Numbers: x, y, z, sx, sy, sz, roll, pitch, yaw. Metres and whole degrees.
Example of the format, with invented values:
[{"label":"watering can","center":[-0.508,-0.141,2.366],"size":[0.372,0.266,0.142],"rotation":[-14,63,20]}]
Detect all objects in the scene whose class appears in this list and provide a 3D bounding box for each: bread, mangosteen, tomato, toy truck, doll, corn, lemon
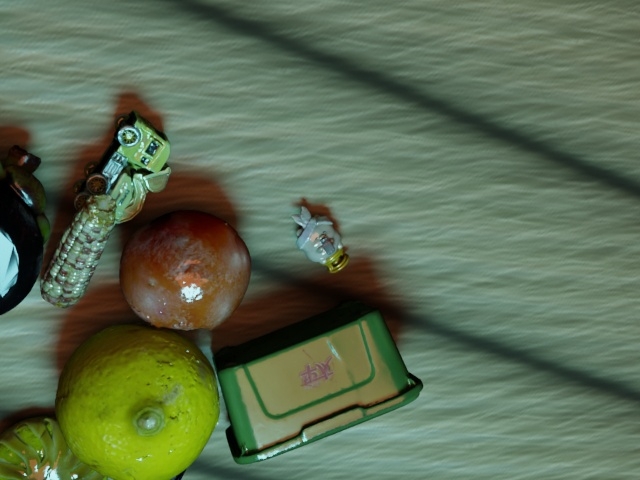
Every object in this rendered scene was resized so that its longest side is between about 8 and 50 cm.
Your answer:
[{"label":"bread","center":[-0.456,0.398,1.546],"size":[0.213,0.105,0.213],"rotation":[-3,100,-15]},{"label":"mangosteen","center":[-0.525,-0.022,1.367],"size":[0.287,0.233,0.287],"rotation":[-5,107,-17]},{"label":"tomato","center":[-0.215,0.043,1.472],"size":[0.208,0.208,0.184],"rotation":[7,96,-15]},{"label":"toy truck","center":[-0.311,-0.102,1.479],"size":[0.116,0.085,0.191],"rotation":[32,97,-26]},{"label":"doll","center":[0.000,0.000,1.577],"size":[0.073,0.084,0.127],"rotation":[-40,115,-3]},{"label":"corn","center":[-0.378,0.017,1.444],"size":[0.079,0.079,0.237],"rotation":[22,132,-17]},{"label":"lemon","center":[-0.286,0.258,1.454],"size":[0.258,0.310,0.258],"rotation":[2,86,-21]}]

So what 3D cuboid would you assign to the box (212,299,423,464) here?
[{"label":"box","center":[-0.019,0.225,1.548],"size":[0.328,0.253,0.178],"rotation":[-19,93,-10]}]

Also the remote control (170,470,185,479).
[{"label":"remote control","center":[-0.288,0.424,1.609],"size":[0.090,0.066,0.266],"rotation":[26,95,-21]}]
